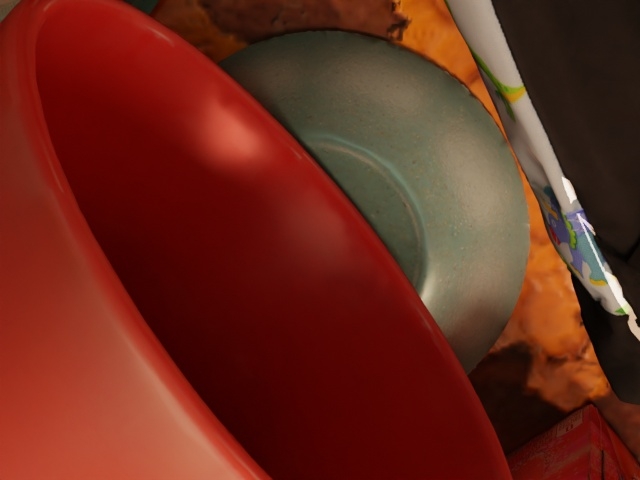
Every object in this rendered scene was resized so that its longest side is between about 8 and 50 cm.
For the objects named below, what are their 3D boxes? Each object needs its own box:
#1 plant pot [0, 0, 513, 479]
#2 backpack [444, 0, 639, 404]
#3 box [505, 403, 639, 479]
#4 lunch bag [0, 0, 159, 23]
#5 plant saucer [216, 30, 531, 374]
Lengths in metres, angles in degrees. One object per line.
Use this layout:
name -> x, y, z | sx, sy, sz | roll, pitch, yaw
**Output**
plant pot -> -0.097, 0.084, 0.504 | 0.243, 0.275, 0.275 | -39, 94, 16
backpack -> 0.147, -0.161, 0.459 | 0.290, 0.273, 0.355 | -27, 127, 20
box -> 0.060, 0.209, 0.625 | 0.257, 0.122, 0.128 | -36, 94, 17
lunch bag -> -0.205, -0.126, 0.580 | 0.223, 0.160, 0.262 | 43, 96, 4
plant saucer -> 0.000, 0.000, 0.631 | 0.195, 0.037, 0.195 | 2, 103, 11
